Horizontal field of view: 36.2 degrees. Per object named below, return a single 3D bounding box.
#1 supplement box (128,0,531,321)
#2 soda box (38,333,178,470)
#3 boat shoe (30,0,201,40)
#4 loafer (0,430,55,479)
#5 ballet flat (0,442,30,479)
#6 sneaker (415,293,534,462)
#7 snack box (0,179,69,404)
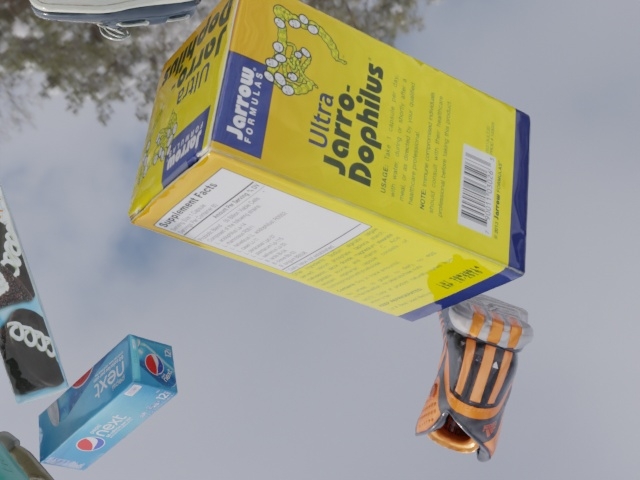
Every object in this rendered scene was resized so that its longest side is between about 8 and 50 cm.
[{"bbox_3d":[0.017,-0.076,1.003,0.194,0.356,0.195,-30,-135,53],"label":"supplement box"},{"bbox_3d":[-0.268,0.205,1.218,0.210,0.067,0.071,-40,-134,29],"label":"soda box"},{"bbox_3d":[-0.288,-0.337,1.388,0.254,0.079,0.095,-19,-118,-31],"label":"boat shoe"},{"bbox_3d":[-0.278,0.267,0.737,0.087,0.094,0.251,29,-119,-3],"label":"loafer"},{"bbox_3d":[-0.257,0.090,0.562,0.096,0.095,0.280,-41,-127,-4],"label":"ballet flat"},{"bbox_3d":[0.172,0.157,1.187,0.124,0.321,0.180,18,-84,9],"label":"sneaker"},{"bbox_3d":[-0.358,0.017,1.083,0.060,0.187,0.322,-19,-90,-17],"label":"snack box"}]
